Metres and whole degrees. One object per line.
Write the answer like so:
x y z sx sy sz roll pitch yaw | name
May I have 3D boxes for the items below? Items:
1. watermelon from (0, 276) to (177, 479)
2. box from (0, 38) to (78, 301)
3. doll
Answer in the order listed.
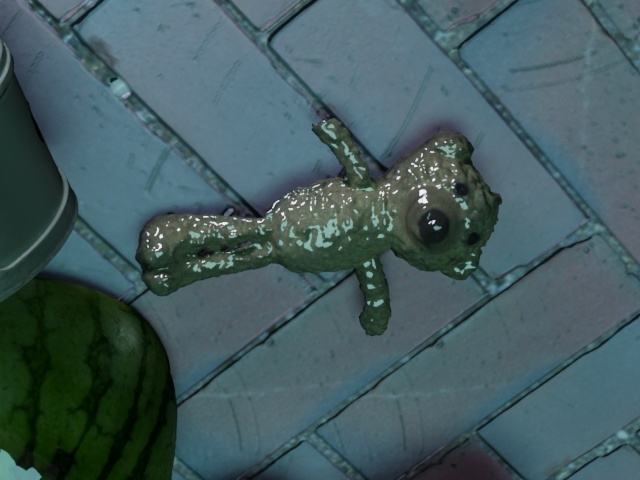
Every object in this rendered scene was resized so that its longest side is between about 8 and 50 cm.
-0.279 0.198 1.295 0.330 0.189 0.331 -6 119 -11 | watermelon
-0.310 -0.046 1.112 0.226 0.226 0.149 -18 122 3 | box
0.000 -0.017 1.268 0.285 0.091 0.203 15 106 -5 | doll
